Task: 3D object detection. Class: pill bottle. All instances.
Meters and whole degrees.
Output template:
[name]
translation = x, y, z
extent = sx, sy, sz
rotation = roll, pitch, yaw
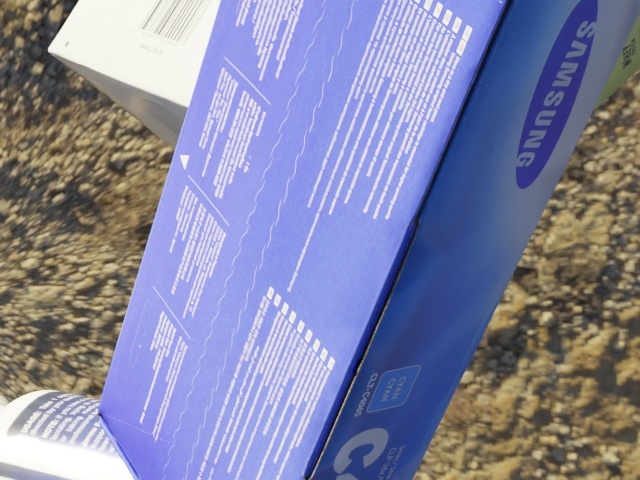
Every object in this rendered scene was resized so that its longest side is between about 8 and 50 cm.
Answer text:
[pill bottle]
translation = -0.163, 0.191, 0.848
extent = 0.265, 0.153, 0.153
rotation = 10, 82, 18

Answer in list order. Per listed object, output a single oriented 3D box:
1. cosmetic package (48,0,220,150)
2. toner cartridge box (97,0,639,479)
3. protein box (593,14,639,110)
[cosmetic package]
translation = -0.060, -0.132, 0.997
extent = 0.138, 0.224, 0.225
rotation = -59, 143, -8
[toner cartridge box]
translation = 0.000, 0.000, 0.539
extent = 0.075, 0.165, 0.347
rotation = -5, 128, -39
[protein box]
translation = 0.268, -0.276, 1.131
extent = 0.201, 0.136, 0.200
rotation = -41, 144, -13
